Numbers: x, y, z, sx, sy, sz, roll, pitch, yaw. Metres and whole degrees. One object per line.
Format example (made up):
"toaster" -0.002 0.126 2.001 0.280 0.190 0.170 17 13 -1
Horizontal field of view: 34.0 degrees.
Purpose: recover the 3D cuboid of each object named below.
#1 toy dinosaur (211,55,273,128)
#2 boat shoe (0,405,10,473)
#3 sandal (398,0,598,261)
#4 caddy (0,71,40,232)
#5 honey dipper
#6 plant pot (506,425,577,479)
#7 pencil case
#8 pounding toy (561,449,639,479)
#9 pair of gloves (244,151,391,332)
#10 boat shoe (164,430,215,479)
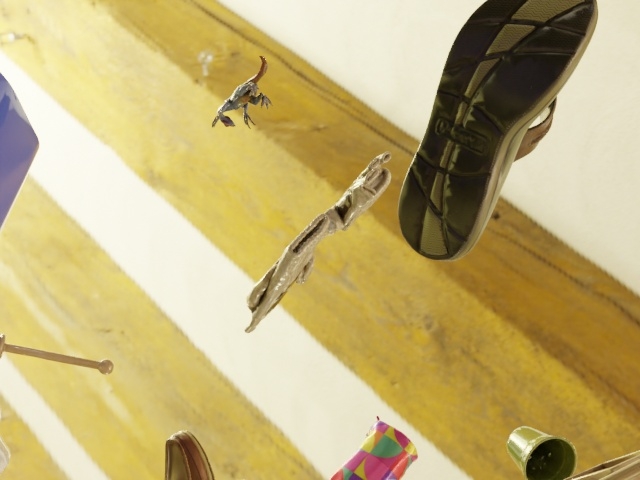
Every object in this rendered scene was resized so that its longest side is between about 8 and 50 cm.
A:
"toy dinosaur" -0.091 -0.163 1.228 0.082 0.047 0.090 1 -114 52
"boat shoe" -0.241 0.081 0.560 0.102 0.108 0.301 63 -19 -9
"sandal" 0.170 -0.119 1.030 0.120 0.086 0.303 40 -64 30
"caddy" -0.372 -0.067 0.829 0.241 0.179 0.341 22 -16 1
"honey dipper" -0.311 0.127 1.172 0.030 0.161 0.030 -168 -90 -76
"plant pot" 0.299 0.295 1.453 0.079 0.083 0.083 -144 -132 -66
"pencil case" 0.063 0.407 1.726 0.104 0.236 0.104 35 -23 17
"pounding toy" 0.306 0.279 1.075 0.181 0.206 0.094 -38 -112 50
"pair of gloves" 0.000 0.000 1.283 0.042 0.240 0.204 42 -40 1
"boat shoe" -0.150 0.302 1.157 0.064 0.060 0.178 -6 -88 52
